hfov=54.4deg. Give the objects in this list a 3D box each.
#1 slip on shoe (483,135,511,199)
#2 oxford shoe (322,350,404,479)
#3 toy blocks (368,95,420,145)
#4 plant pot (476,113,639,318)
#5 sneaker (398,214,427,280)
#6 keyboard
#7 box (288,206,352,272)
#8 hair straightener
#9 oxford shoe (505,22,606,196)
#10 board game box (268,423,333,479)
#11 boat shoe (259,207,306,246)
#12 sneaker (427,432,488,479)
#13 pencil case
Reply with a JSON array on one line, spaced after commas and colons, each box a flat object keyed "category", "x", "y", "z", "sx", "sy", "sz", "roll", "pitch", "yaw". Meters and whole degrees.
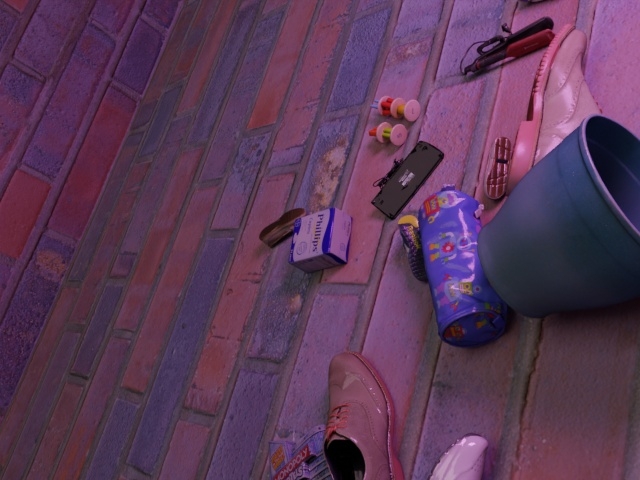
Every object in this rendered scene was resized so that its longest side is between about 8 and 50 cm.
[{"category": "slip on shoe", "x": 0.355, "y": -0.143, "z": 1.258, "sx": 0.041, "sy": 0.051, "sz": 0.136, "roll": 113, "pitch": 167, "yaw": -75}, {"category": "oxford shoe", "x": 0.064, "y": 0.347, "z": 1.170, "sx": 0.123, "sy": 0.130, "sz": 0.348, "roll": -39, "pitch": 43, "yaw": 22}, {"category": "toy blocks", "x": 0.164, "y": -0.301, "z": 1.552, "sx": 0.148, "sy": 0.054, "sz": 0.123, "roll": 25, "pitch": 84, "yaw": 51}, {"category": "plant pot", "x": 0.395, "y": -0.009, "z": 0.966, "sx": 0.255, "sy": 0.271, "sz": 0.272, "roll": -42, "pitch": 39, "yaw": 41}, {"category": "sneaker", "x": 0.203, "y": 0.020, "z": 1.306, "sx": 0.053, "sy": 0.059, "sz": 0.144, "roll": -14, "pitch": 67, "yaw": 3}, {"category": "keyboard", "x": 0.198, "y": -0.145, "z": 1.442, "sx": 0.100, "sy": 0.038, "sz": 0.192, "roll": 43, "pitch": 99, "yaw": 27}, {"category": "box", "x": 0.000, "y": 0.000, "z": 1.514, "sx": 0.137, "sy": 0.072, "sz": 0.126, "roll": -16, "pitch": 55, "yaw": 39}, {"category": "hair straightener", "x": 0.412, "y": -0.437, "z": 1.395, "sx": 0.230, "sy": 0.047, "sz": 0.089, "roll": -21, "pitch": 51, "yaw": 43}, {"category": "oxford shoe", "x": 0.460, "y": -0.236, "z": 1.167, "sx": 0.146, "sy": 0.140, "sz": 0.397, "roll": 15, "pitch": 69, "yaw": 18}, {"category": "board game box", "x": -0.040, "y": 0.460, "z": 1.243, "sx": 0.194, "sy": 0.060, "sz": 0.194, "roll": -52, "pitch": 35, "yaw": 26}, {"category": "boat shoe", "x": -0.094, "y": -0.034, "z": 1.667, "sx": 0.153, "sy": 0.048, "sz": 0.056, "roll": -33, "pitch": 32, "yaw": 19}, {"category": "sneaker", "x": 0.219, "y": 0.454, "z": 0.979, "sx": 0.129, "sy": 0.111, "sz": 0.297, "roll": 13, "pitch": 79, "yaw": 34}, {"category": "pencil case", "x": 0.264, "y": 0.043, "z": 1.168, "sx": 0.133, "sy": 0.119, "sz": 0.306, "roll": -23, "pitch": 50, "yaw": 25}]
